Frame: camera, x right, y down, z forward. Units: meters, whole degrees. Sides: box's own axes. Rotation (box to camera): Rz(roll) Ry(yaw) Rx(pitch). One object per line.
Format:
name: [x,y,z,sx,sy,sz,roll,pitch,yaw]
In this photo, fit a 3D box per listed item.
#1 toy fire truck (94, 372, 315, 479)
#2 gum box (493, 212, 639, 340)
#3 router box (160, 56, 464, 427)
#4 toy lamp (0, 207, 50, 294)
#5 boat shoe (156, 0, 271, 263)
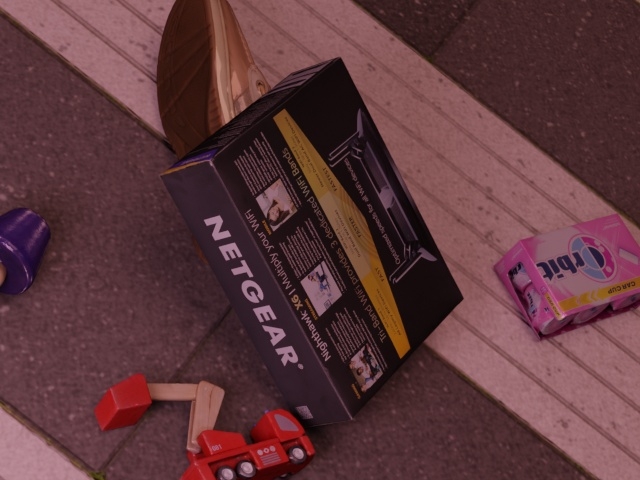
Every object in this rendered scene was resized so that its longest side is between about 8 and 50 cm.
toy fire truck: [-0.111,0.186,1.633,0.192,0.047,0.135,-11,62,-37]
gum box: [0.305,0.043,1.983,0.188,0.062,0.107,-14,65,-38]
router box: [0.000,0.000,1.733,0.243,0.081,0.309,-42,110,-44]
toy lamp: [-0.343,0.067,1.561,0.080,0.080,0.275,37,45,-2]
boat shoe: [-0.098,-0.125,1.836,0.110,0.121,0.341,6,65,-37]
